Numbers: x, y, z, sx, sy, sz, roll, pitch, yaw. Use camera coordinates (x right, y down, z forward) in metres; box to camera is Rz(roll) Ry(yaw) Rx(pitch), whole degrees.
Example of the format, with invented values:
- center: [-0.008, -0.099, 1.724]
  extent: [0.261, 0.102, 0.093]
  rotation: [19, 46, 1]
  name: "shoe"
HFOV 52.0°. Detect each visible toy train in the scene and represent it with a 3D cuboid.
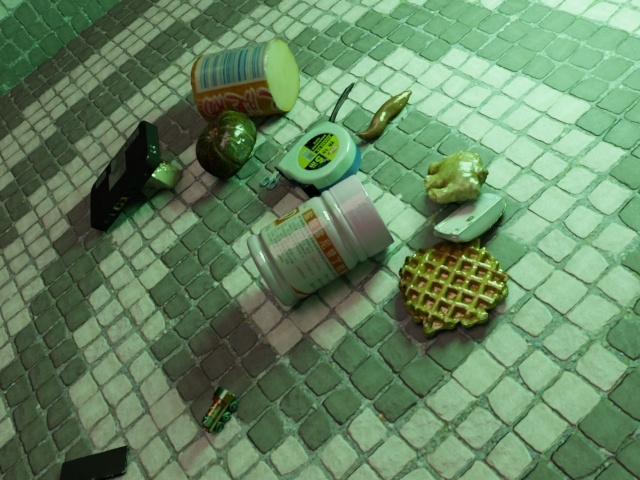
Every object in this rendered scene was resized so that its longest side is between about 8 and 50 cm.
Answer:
- center: [-0.238, 0.396, 1.525]
  extent: [0.044, 0.064, 0.103]
  rotation: [19, 66, 35]
  name: "toy train"

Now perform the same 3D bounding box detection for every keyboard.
- center: [-0.553, 0.557, 1.601]
  extent: [0.196, 0.015, 0.074]
  rotation: [-19, 46, 13]
  name: "keyboard"

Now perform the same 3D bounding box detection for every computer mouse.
- center: [0.354, -0.050, 1.553]
  extent: [0.199, 0.045, 0.102]
  rotation: [-36, 34, -28]
  name: "computer mouse"

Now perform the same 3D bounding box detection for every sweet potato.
- center: [0.189, -0.363, 1.891]
  extent: [0.055, 0.058, 0.202]
  rotation: [42, 83, 0]
  name: "sweet potato"

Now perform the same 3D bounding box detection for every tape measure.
- center: [0.048, -0.279, 1.856]
  extent: [0.351, 0.098, 0.215]
  rotation: [-50, 48, -4]
  name: "tape measure"

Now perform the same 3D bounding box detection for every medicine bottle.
- center: [0.000, 0.000, 1.610]
  extent: [0.315, 0.202, 0.202]
  rotation: [-32, 47, 3]
  name: "medicine bottle"

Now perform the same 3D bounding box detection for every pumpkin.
- center: [-0.280, -0.291, 2.017]
  extent: [0.219, 0.162, 0.219]
  rotation: [-34, 42, 37]
  name: "pumpkin"

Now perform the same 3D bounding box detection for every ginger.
- center: [0.335, -0.158, 1.617]
  extent: [0.157, 0.102, 0.216]
  rotation: [-21, 27, 18]
  name: "ginger"

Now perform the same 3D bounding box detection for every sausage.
- center: [-0.237, -0.505, 2.099]
  extent: [0.286, 0.233, 0.233]
  rotation: [-5, 54, 24]
  name: "sausage"

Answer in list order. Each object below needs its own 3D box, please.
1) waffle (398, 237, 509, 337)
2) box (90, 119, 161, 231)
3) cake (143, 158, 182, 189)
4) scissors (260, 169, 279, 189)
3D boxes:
- center: [0.298, 0.099, 1.488]
  extent: [0.237, 0.059, 0.243]
  rotation: [-23, 50, 5]
  name: "waffle"
- center: [-0.627, -0.203, 2.091]
  extent: [0.350, 0.058, 0.211]
  rotation: [-43, 41, 26]
  name: "box"
- center: [-0.570, -0.225, 2.132]
  extent: [0.220, 0.117, 0.086]
  rotation: [9, 69, 29]
  name: "cake"
- center: [-0.129, -0.203, 1.957]
  extent: [0.058, 0.014, 0.119]
  rotation: [28, 75, 38]
  name: "scissors"
